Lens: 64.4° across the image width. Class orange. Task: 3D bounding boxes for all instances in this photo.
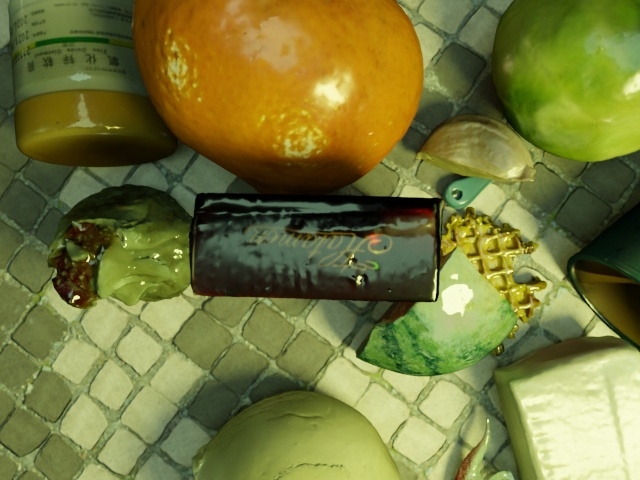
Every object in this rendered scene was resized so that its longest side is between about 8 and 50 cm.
[{"bbox_3d":[-0.063,-0.249,0.735,0.424,0.424,0.326,31,115,2],"label":"orange"}]

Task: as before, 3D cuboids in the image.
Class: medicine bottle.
[{"bbox_3d":[-0.362,-0.253,0.820,0.238,0.238,0.231,-6,88,2],"label":"medicine bottle"}]

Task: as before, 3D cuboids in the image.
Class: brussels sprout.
[{"bbox_3d":[0.436,-0.277,0.783,0.344,0.268,0.344,0,82,-3],"label":"brussels sprout"}]

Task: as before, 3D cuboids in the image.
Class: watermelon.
[{"bbox_3d":[0.173,0.123,0.787,0.256,0.260,0.175,-13,79,1],"label":"watermelon"}]

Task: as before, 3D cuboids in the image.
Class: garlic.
[{"bbox_3d":[0.271,-0.159,0.864,0.196,0.087,0.101,19,82,16],"label":"garlic"}]

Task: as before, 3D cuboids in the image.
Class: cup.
[{"bbox_3d":[0.605,0.044,0.782,0.292,0.242,0.308,-42,85,-2],"label":"cup"}]

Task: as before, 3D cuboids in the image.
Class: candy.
[{"bbox_3d":[0.426,0.351,0.825,0.208,0.145,0.358,-14,87,3],"label":"candy"}]

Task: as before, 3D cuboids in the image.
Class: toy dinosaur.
[{"bbox_3d":[0.258,0.426,0.869,0.167,0.053,0.242,-7,96,8],"label":"toy dinosaur"}]

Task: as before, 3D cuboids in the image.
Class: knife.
[{"bbox_3d":[0.316,-0.144,0.904,0.244,0.032,0.058,-40,75,-4],"label":"knife"}]

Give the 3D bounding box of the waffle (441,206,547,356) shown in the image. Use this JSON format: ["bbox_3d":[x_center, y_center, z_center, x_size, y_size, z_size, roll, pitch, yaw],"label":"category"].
[{"bbox_3d":[0.272,0.068,0.886,0.232,0.051,0.228,32,92,3],"label":"waffle"}]

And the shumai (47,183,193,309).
[{"bbox_3d":[-0.329,0.004,0.828,0.256,0.218,0.189,16,98,3],"label":"shumai"}]

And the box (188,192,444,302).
[{"bbox_3d":[0.000,0.001,0.711,0.265,0.415,0.115,3,92,2],"label":"box"}]

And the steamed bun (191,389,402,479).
[{"bbox_3d":[-0.027,0.407,0.784,0.312,0.233,0.334,-40,85,-3],"label":"steamed bun"}]
